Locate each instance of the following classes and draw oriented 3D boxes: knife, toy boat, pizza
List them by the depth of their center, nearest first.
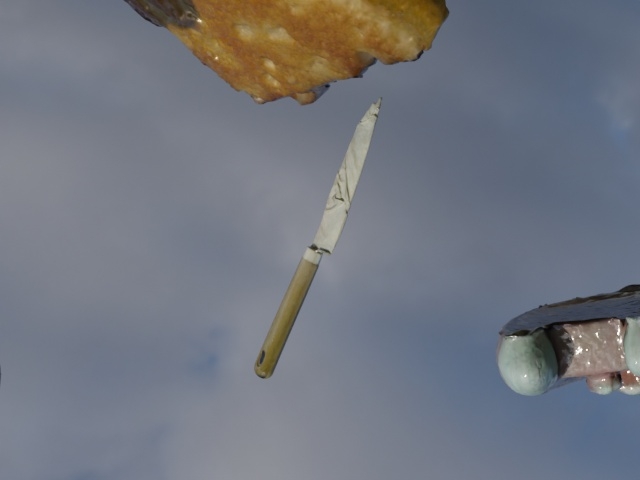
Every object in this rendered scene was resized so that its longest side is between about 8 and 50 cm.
[{"bbox_3d":[0.215,0.086,0.987,0.155,0.085,0.227,-13,180,19],"label":"toy boat"},{"bbox_3d":[-0.060,-0.228,1.191,0.408,0.278,0.114,22,-107,34],"label":"pizza"},{"bbox_3d":[0.002,0.001,1.284,0.017,0.298,0.047,20,-173,-25],"label":"knife"}]
